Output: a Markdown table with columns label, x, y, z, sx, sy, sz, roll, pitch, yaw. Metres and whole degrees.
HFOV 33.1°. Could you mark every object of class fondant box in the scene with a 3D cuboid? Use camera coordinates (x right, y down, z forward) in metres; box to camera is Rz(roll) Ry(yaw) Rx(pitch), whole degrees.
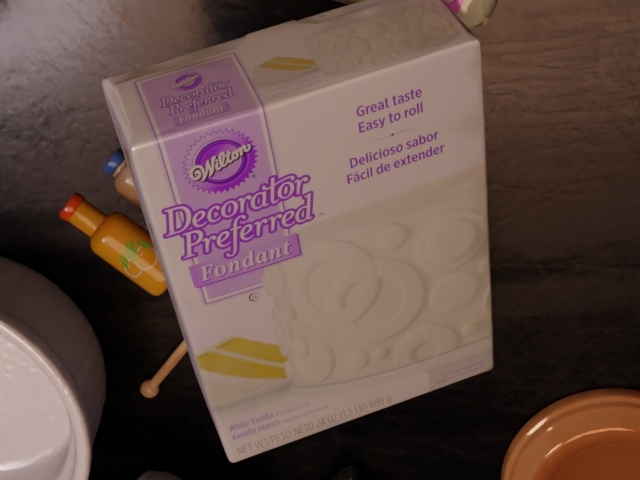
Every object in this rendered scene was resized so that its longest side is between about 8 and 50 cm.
| label | x | y | z | sx | sy | sz | roll | pitch | yaw |
| --- | --- | --- | --- | --- | --- | --- | --- | --- | --- |
| fondant box | 0.000 | 0.000 | 0.809 | 0.238 | 0.096 | 0.330 | -19 | 132 | -9 |

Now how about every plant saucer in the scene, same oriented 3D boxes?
| label | x | y | z | sx | sy | sz | roll | pitch | yaw |
| --- | --- | --- | --- | --- | --- | --- | --- | --- | --- |
| plant saucer | 0.272 | 0.233 | 1.011 | 0.200 | 0.037 | 0.200 | 1 | 113 | 3 |

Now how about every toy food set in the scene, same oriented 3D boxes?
| label | x | y | z | sx | sy | sz | roll | pitch | yaw |
| --- | --- | --- | --- | --- | --- | --- | --- | --- | --- |
| toy food set | -0.100 | -0.080 | 0.865 | 0.104 | 0.111 | 0.232 | 37 | 110 | -11 |

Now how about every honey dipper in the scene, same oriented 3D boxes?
| label | x | y | z | sx | sy | sz | roll | pitch | yaw |
| --- | --- | --- | --- | --- | --- | --- | --- | --- | --- |
| honey dipper | -0.118 | 0.088 | 0.984 | 0.030 | 0.030 | 0.160 | 37 | 114 | -11 |

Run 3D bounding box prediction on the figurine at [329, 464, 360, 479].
| label | x | y | z | sx | sy | sz | roll | pitch | yaw |
| --- | --- | --- | --- | --- | --- | --- | --- | --- | --- |
| figurine | 0.036 | 0.343 | 1.050 | 0.215 | 0.092 | 0.209 | 39 | 106 | -13 |

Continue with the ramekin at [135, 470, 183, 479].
| label | x | y | z | sx | sy | sz | roll | pitch | yaw |
| --- | --- | --- | --- | --- | --- | --- | --- | --- | --- |
| ramekin | -0.181 | 0.330 | 0.968 | 0.127 | 0.273 | 0.273 | 41 | 110 | -1 |

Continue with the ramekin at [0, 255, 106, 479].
| label | x | y | z | sx | sy | sz | roll | pitch | yaw |
| --- | --- | --- | --- | --- | --- | --- | --- | --- | --- |
| ramekin | -0.326 | 0.143 | 0.962 | 0.277 | 0.135 | 0.277 | 2 | 112 | 4 |

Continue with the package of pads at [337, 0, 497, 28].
| label | x | y | z | sx | sy | sz | roll | pitch | yaw |
| --- | --- | --- | --- | --- | --- | --- | --- | --- | --- |
| package of pads | 0.012 | -0.293 | 0.775 | 0.297 | 0.101 | 0.229 | 16 | 111 | -2 |
